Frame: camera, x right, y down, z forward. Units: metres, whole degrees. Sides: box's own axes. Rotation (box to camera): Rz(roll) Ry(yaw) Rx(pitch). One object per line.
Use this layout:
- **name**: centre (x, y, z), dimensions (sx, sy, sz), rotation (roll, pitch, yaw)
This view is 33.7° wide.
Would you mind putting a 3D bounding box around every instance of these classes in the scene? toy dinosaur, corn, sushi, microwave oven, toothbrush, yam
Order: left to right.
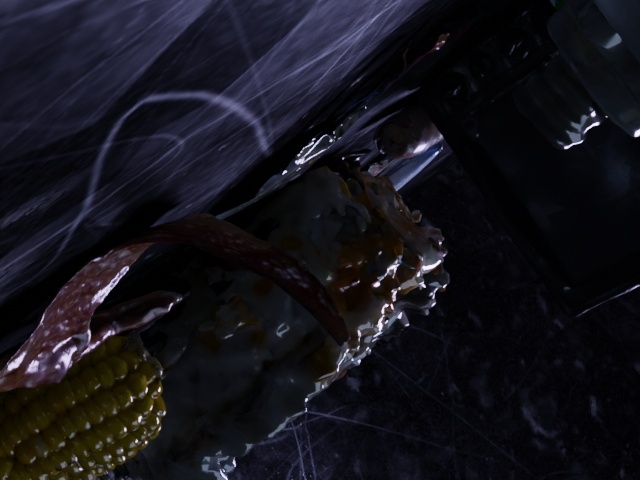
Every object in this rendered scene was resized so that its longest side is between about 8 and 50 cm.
- **corn**: centre (-0.246, 0.167, 0.723), dimensions (0.313, 0.102, 0.102), rotation (-32, 177, -11)
- **toy dinosaur**: centre (-0.151, 0.100, 0.592), dimensions (0.327, 0.113, 0.206), rotation (-35, 177, -5)
- **sushi**: centre (-0.056, 0.093, 0.974), dimensions (0.417, 0.176, 0.417), rotation (-36, 176, -3)
- **toothbrush**: centre (0.000, 0.000, 1.361), dimensions (0.413, 0.042, 0.035), rotation (-39, 176, 26)
- **yam**: centre (0.124, -0.125, 0.971), dimensions (0.046, 0.046, 0.264), rotation (-39, 178, 38)
- **microwave oven**: centre (0.230, -0.089, 0.873), dimensions (0.178, 0.247, 0.188), rotation (-35, 178, 33)

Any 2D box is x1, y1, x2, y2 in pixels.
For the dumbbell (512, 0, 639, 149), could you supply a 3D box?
- **dumbbell**: centre (0.234, -0.160, 0.342), dimensions (0.406, 0.179, 0.179), rotation (-37, 178, 22)

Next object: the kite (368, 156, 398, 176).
- **kite**: centre (-0.039, -0.007, 1.283), dimensions (0.406, 0.014, 0.368), rotation (-36, 177, 10)

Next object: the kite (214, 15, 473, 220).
- **kite**: centre (0.005, -0.070, 0.706), dimensions (0.245, 0.015, 0.141), rotation (-38, 180, 44)

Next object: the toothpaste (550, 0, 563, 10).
- **toothpaste**: centre (0.234, -0.085, 0.663), dimensions (0.050, 0.267, 0.065), rotation (-36, 178, 0)
